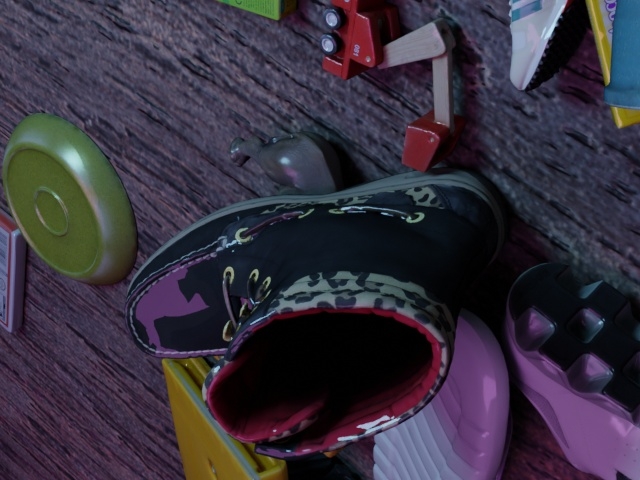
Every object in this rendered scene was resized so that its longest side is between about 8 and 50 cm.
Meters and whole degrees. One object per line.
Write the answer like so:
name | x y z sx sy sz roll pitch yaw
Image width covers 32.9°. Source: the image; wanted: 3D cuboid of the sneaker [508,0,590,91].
sneaker | 0.164 -0.194 0.814 0.075 0.057 0.161 36 132 28

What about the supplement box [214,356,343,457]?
supplement box | -0.043 0.126 1.187 0.233 0.080 0.078 36 137 17

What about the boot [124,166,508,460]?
boot | -0.036 0.064 0.902 0.377 0.284 0.138 -13 108 18

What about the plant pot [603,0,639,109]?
plant pot | 0.285 -0.204 0.560 0.272 0.272 0.255 5 103 41

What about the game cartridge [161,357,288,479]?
game cartridge | -0.098 0.330 1.312 0.285 0.053 0.323 40 144 54

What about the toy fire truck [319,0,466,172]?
toy fire truck | 0.067 -0.168 0.921 0.135 0.047 0.192 29 131 26

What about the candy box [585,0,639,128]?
candy box | 0.231 -0.187 0.738 0.105 0.027 0.205 -14 107 14

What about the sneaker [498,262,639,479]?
sneaker | 0.282 0.165 0.891 0.330 0.122 0.146 44 154 24

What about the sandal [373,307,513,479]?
sandal | 0.129 0.205 1.063 0.169 0.102 0.416 56 152 36

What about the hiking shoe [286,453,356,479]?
hiking shoe | 0.049 0.380 1.255 0.304 0.113 0.132 52 148 17

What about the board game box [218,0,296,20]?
board game box | -0.131 -0.302 1.028 0.259 0.039 0.124 22 128 28

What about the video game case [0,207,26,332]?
video game case | -0.536 -0.016 1.589 0.285 0.025 0.204 36 135 20

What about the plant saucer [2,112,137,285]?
plant saucer | -0.330 -0.043 1.374 0.241 0.037 0.241 22 128 31

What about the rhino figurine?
rhino figurine | 0.000 0.000 1.072 0.106 0.073 0.243 -4 114 47
